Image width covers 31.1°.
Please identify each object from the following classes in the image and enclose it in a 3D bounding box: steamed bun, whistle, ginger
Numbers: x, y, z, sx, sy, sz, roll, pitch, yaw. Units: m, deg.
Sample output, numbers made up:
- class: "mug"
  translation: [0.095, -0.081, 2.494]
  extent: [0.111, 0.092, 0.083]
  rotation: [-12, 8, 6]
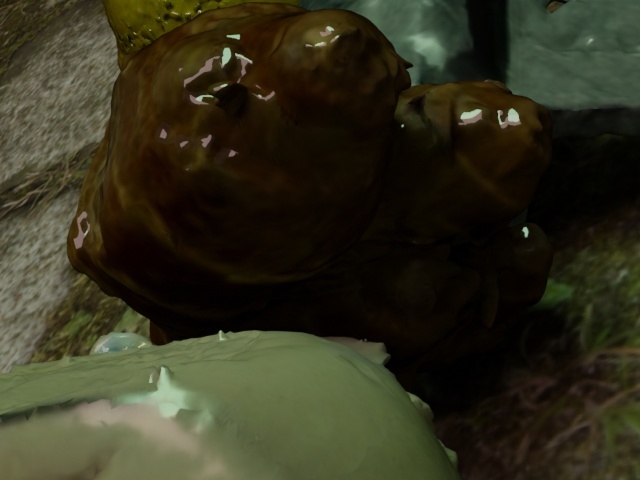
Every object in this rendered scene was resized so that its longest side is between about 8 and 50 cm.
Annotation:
- class: "steamed bun"
  translation: [-0.070, 0.197, 0.569]
  extent: [0.334, 0.233, 0.312]
  rotation: [-1, 95, 27]
- class: "whistle"
  translation: [0.115, -0.109, 0.786]
  extent: [0.405, 0.188, 0.168]
  rotation: [-19, 40, 29]
- class: "ginger"
  translation: [-0.005, -0.005, 0.671]
  extent: [0.274, 0.357, 0.152]
  rotation: [3, 55, 15]

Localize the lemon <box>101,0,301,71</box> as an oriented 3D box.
- class: "lemon"
  translation: [-0.056, -0.244, 1.045]
  extent: [0.310, 0.258, 0.258]
  rotation: [-40, 34, -5]
